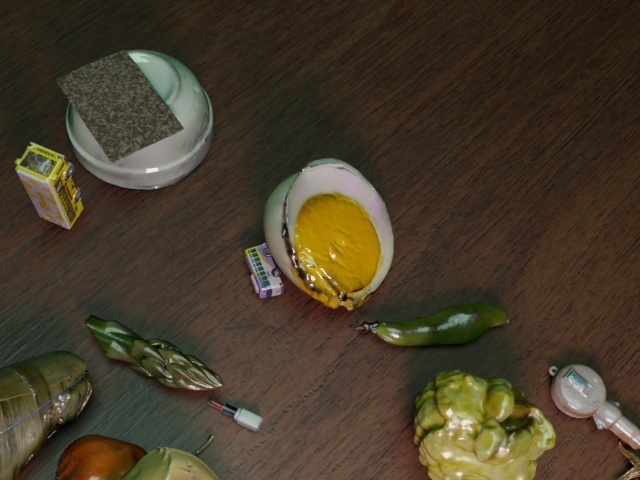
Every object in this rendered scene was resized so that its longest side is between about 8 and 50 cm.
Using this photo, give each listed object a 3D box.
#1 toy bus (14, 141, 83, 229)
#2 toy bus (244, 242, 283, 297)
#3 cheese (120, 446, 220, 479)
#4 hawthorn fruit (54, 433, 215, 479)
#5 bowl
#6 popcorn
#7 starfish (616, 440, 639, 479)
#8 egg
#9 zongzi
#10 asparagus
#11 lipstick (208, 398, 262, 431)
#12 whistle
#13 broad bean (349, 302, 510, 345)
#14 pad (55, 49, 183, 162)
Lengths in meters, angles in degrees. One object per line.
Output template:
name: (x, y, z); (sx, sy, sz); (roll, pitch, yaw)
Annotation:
toy bus: (-0.508, -0.102, 1.489); (0.081, 0.226, 0.074); (25, 67, 1)
toy bus: (-0.113, 0.062, 1.571); (0.058, 0.052, 0.102); (-17, 67, -14)
cheese: (-0.233, 0.502, 1.249); (0.260, 0.128, 0.315); (-38, 117, -12)
hawthorn fruit: (-0.309, 0.402, 1.352); (0.286, 0.165, 0.165); (-2, 63, -36)
bowl: (-0.375, -0.275, 1.637); (0.308, 0.163, 0.307); (3, 62, -6)
popcorn: (0.275, 0.343, 1.412); (0.256, 0.255, 0.195); (54, 43, -11)
starfish: (0.632, 0.443, 1.514); (0.130, 0.041, 0.133); (23, 62, 5)
egg: (0.002, -0.003, 1.565); (0.264, 0.174, 0.286); (-41, 101, -34)
zongzi: (-0.503, 0.340, 1.354); (0.251, 0.125, 0.274); (-16, 108, -43)
asparagus: (-0.308, 0.218, 1.453); (0.287, 0.080, 0.080); (19, 63, 9)
lipstick: (-0.159, 0.318, 1.457); (0.107, 0.025, 0.025); (24, 62, 9)
whistle: (0.539, 0.321, 1.546); (0.220, 0.057, 0.107); (42, 64, 15)
broad bean: (0.227, 0.171, 1.565); (0.325, 0.067, 0.075); (-4, 53, -14)
pad: (-0.391, -0.265, 1.532); (0.158, 0.003, 0.235); (-30, 69, -22)
